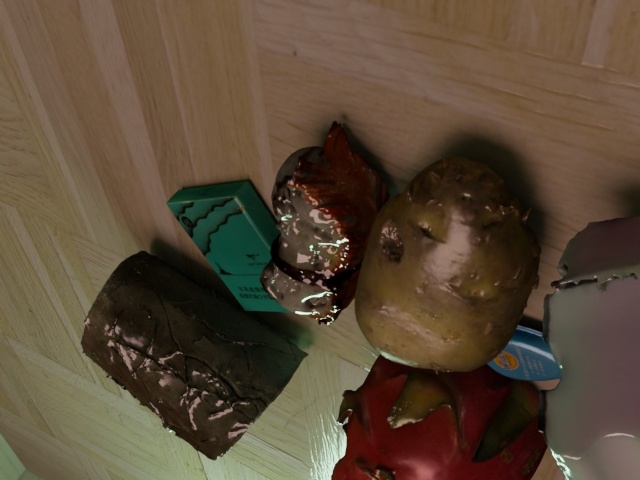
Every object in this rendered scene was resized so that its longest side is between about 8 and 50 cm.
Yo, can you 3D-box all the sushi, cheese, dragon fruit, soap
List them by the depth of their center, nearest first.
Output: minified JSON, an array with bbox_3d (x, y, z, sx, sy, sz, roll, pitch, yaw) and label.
[{"bbox_3d":[0.366,0.190,0.772,0.156,0.261,0.446,-4,127,45],"label":"soap"},{"bbox_3d":[0.294,0.144,0.985,0.256,0.037,0.106,4,135,37],"label":"cheese"},{"bbox_3d":[0.000,0.000,0.997,0.130,0.124,0.332,29,144,9],"label":"sushi"},{"bbox_3d":[0.155,0.303,1.134,0.305,0.226,0.305,26,144,21],"label":"dragon fruit"}]

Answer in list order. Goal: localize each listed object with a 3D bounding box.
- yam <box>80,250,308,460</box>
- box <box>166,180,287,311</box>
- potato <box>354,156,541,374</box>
[{"bbox_3d":[-0.217,0.188,1.334,0.348,0.241,0.241,34,146,10],"label":"yam"},{"bbox_3d":[-0.110,0.015,1.189,0.160,0.042,0.226,-4,129,43],"label":"box"},{"bbox_3d":[0.142,0.032,0.893,0.191,0.141,0.296,22,137,12],"label":"potato"}]
